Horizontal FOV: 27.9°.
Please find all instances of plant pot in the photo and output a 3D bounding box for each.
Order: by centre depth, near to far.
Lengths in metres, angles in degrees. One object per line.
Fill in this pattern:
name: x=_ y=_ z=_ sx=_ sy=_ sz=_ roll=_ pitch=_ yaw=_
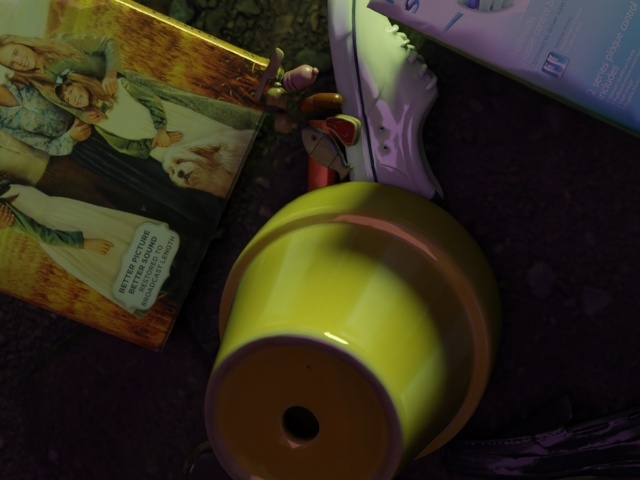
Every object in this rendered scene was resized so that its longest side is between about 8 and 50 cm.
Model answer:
plant pot: x=0.015 y=0.104 z=1.097 sx=0.254 sy=0.239 sz=0.254 roll=6 pitch=112 yaw=15

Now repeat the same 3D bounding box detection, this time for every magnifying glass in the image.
magnifying glass: x=0.000 y=0.000 z=1.239 sx=0.092 sy=0.026 sz=0.231 roll=3 pitch=93 yaw=17

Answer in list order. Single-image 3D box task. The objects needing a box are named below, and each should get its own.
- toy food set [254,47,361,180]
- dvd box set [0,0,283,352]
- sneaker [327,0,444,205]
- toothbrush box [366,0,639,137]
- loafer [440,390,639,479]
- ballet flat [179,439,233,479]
toy food set: x=-0.011 y=-0.117 z=1.161 sx=0.122 sy=0.019 sz=0.078 roll=39 pitch=122 yaw=19
dvd box set: x=-0.285 y=-0.108 z=1.214 sx=0.420 sy=0.062 sz=0.307 roll=23 pitch=100 yaw=-11
sneaker: x=0.063 y=-0.148 z=1.186 sx=0.091 sy=0.094 sz=0.258 roll=-8 pitch=100 yaw=9
toothbrush box: x=0.214 y=-0.177 z=1.062 sx=0.295 sy=0.216 sz=0.126 roll=28 pitch=100 yaw=13
loafer: x=0.218 y=0.175 z=1.157 sx=0.223 sy=0.076 sz=0.078 roll=-6 pitch=86 yaw=13
ballet flat: x=-0.122 y=0.315 z=1.283 sx=0.084 sy=0.058 sz=0.250 roll=5 pitch=101 yaw=-15
